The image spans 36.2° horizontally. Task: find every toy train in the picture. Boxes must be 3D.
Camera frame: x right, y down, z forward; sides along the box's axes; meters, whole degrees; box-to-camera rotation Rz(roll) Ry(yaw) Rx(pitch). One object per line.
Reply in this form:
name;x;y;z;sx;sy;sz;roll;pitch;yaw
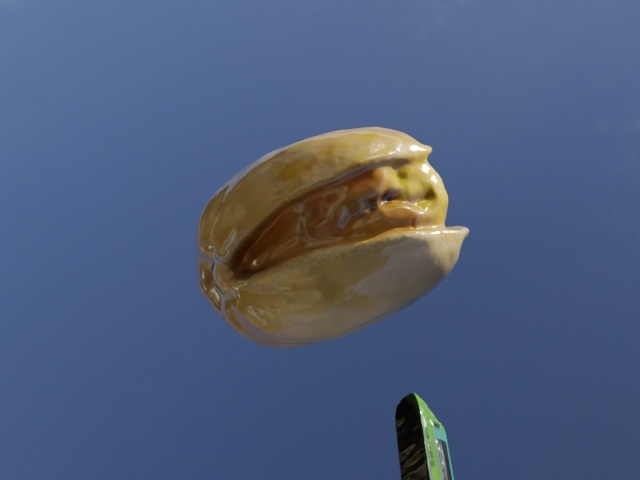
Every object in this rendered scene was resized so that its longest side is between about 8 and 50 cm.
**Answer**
toy train;0.110;0.243;0.980;0.044;0.042;0.209;-48;-153;31

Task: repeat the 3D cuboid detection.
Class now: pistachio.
pistachio;0.000;0.000;1.092;0.309;0.230;0.230;-24;-134;8
